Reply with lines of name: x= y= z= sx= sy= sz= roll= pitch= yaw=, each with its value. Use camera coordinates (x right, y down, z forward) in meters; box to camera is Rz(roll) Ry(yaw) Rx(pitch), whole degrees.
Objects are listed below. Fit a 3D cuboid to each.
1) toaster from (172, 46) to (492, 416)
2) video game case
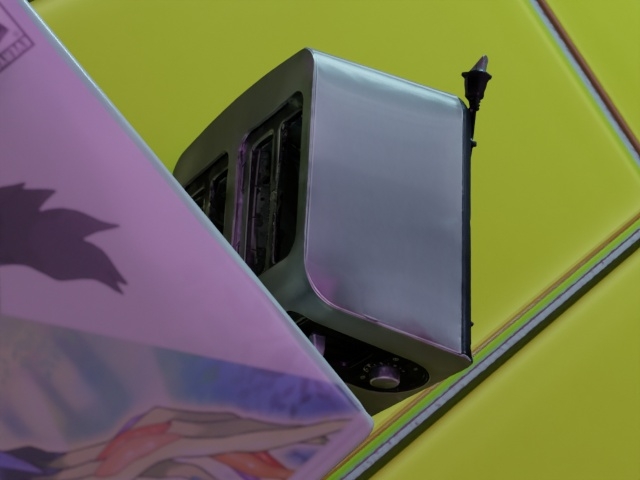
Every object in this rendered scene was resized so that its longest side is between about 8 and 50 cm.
toaster: x=0.000 y=0.000 z=0.887 sx=0.110 sy=0.168 sz=0.185 roll=18 pitch=60 yaw=-28
video game case: x=-0.190 y=0.074 z=0.700 sx=0.329 sy=0.036 sz=0.300 roll=-41 pitch=98 yaw=-13
